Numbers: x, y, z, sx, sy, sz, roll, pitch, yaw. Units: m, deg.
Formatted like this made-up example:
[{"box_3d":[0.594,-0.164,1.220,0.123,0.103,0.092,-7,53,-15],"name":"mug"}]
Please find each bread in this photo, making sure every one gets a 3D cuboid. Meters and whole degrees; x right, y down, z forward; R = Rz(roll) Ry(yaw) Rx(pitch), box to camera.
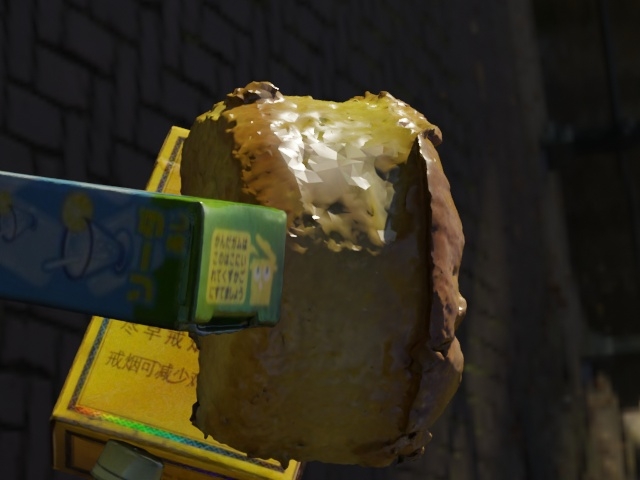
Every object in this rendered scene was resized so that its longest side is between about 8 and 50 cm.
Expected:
[{"box_3d":[0.002,-0.003,1.090,0.147,0.160,0.261,108,-16,-50],"name":"bread"}]

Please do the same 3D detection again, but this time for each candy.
[{"box_3d":[-0.122,0.001,0.871,0.097,0.194,0.062,3,94,-67],"name":"candy"}]

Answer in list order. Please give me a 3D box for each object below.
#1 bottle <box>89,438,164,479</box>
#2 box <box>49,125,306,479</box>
[{"box_3d":[-0.163,0.242,1.062,0.270,0.083,0.083,-66,154,-1],"name":"bottle"},{"box_3d":[-0.076,0.065,1.471,0.084,0.193,0.301,102,5,-54],"name":"box"}]
